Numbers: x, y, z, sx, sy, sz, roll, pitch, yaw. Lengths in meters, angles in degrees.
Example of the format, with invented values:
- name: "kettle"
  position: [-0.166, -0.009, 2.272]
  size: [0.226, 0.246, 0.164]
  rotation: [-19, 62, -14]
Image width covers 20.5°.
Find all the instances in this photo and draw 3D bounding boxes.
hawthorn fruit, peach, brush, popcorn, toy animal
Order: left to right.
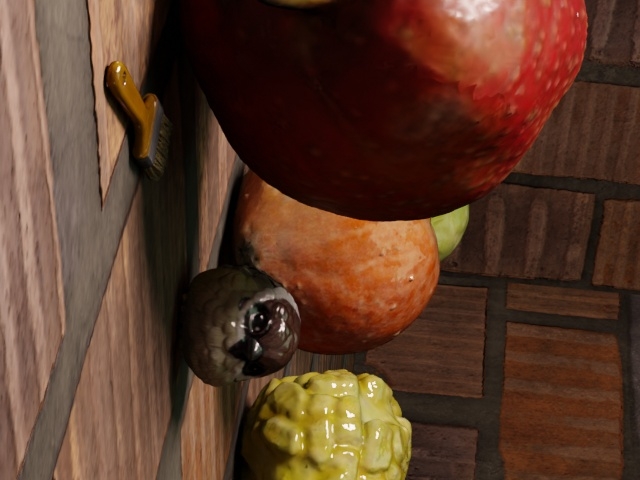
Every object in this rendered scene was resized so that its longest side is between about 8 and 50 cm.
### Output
- name: "brush"
  position: [-0.111, -0.076, 1.073]
  size: [0.170, 0.014, 0.043]
  rotation: [72, 26, -76]
- name: "toy animal"
  position: [-0.059, 0.060, 1.387]
  size: [0.137, 0.098, 0.098]
  rotation: [-75, 169, -69]
- name: "peach"
  position: [0.000, 0.000, 1.629]
  size: [0.232, 0.232, 0.233]
  rotation: [5, 90, -86]
- name: "popcorn"
  position: [0.003, 0.248, 1.891]
  size: [0.235, 0.181, 0.217]
  rotation: [82, 15, -51]
- name: "hawthorn fruit"
  position: [0.027, -0.150, 1.203]
  size: [0.369, 0.284, 0.285]
  rotation: [-12, 107, -73]

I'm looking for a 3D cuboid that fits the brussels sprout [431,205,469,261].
- name: "brussels sprout"
  position: [0.082, -0.041, 2.388]
  size: [0.244, 0.244, 0.244]
  rotation: [5, 90, -86]
